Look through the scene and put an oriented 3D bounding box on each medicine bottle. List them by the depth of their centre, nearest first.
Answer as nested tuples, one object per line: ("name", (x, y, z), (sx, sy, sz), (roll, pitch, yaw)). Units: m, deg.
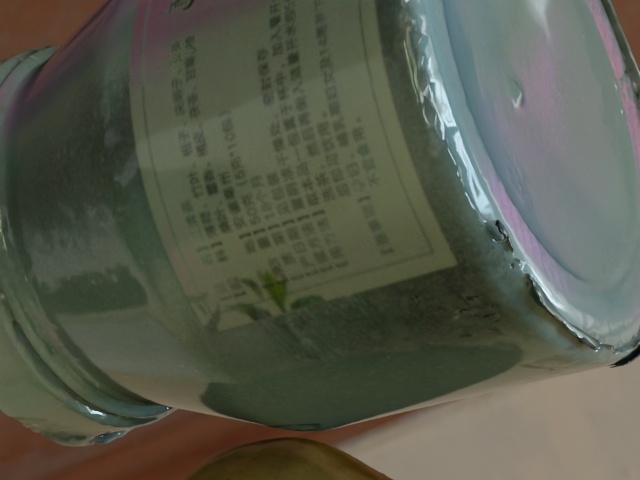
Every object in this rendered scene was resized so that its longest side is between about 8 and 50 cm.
("medicine bottle", (-0.018, -0.027, 0.884), (0.290, 0.245, 0.245), (-18, 156, 29))

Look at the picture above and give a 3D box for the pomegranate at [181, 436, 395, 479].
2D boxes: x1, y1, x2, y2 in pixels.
("pomegranate", (-0.003, 0.215, 0.942), (0.233, 0.233, 0.233), (-18, 151, -10))
